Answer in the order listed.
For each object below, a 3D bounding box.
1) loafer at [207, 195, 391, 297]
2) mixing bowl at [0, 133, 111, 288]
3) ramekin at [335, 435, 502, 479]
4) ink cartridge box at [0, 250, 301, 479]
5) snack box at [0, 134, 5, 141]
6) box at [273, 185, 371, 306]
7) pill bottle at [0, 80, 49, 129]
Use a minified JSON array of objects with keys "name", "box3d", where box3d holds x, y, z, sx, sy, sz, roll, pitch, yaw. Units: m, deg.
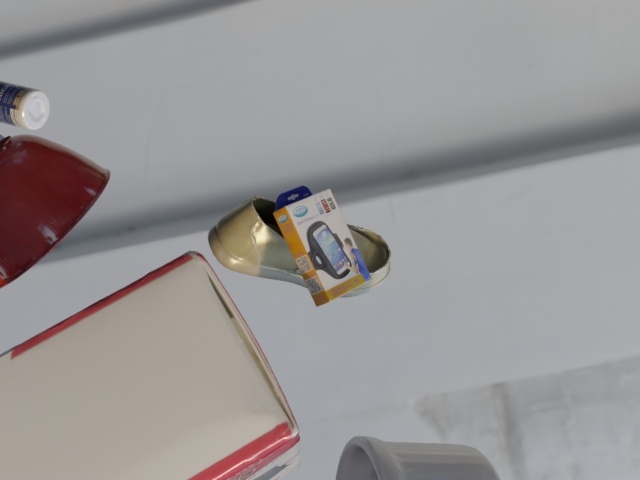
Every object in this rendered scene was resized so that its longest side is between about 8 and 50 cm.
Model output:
[{"name":"loafer","box3d":[-0.009,0.005,1.347,0.092,0.269,0.101,-52,-135,38]},{"name":"mixing bowl","box3d":[-0.318,-0.044,1.089,0.098,0.181,0.181,47,18,-22]},{"name":"ramekin","box3d":[0.106,0.339,1.086,0.277,0.135,0.277,179,-90,-78]},{"name":"ink cartridge box","box3d":[-0.134,0.145,0.705,0.131,0.226,0.306,57,-8,14]},{"name":"snack box","box3d":[-0.434,-0.143,1.232,0.141,0.037,0.100,37,-9,-11]},{"name":"box","box3d":[0.000,0.000,1.216,0.081,0.028,0.136,-25,92,-46]},{"name":"pill bottle","box3d":[-0.503,-0.221,1.692,0.067,0.120,0.067,-44,142,-50]}]
